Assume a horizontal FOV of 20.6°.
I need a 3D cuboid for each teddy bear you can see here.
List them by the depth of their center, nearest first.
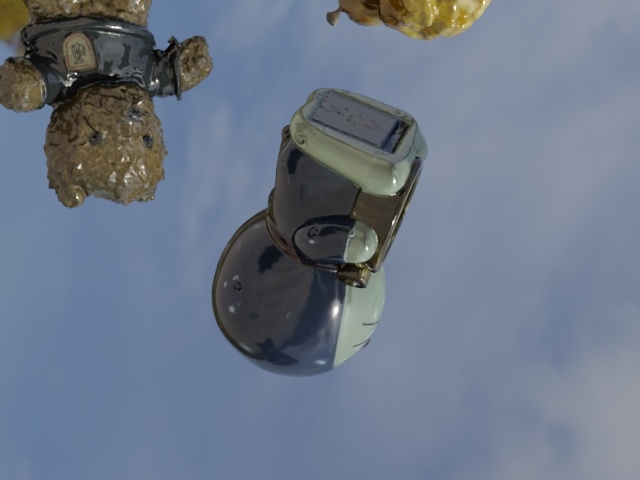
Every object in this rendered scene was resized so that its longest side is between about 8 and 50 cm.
[{"bbox_3d":[-0.171,-0.152,1.356,0.129,0.182,0.251,-159,-114,-68],"label":"teddy bear"}]

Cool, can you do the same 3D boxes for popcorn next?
[{"bbox_3d":[0.110,-0.300,1.932,0.194,0.140,0.163,8,-97,57],"label":"popcorn"}]

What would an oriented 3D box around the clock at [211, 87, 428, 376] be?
[{"bbox_3d":[0.000,0.000,1.471,0.199,0.147,0.243,-70,-177,-61],"label":"clock"}]
